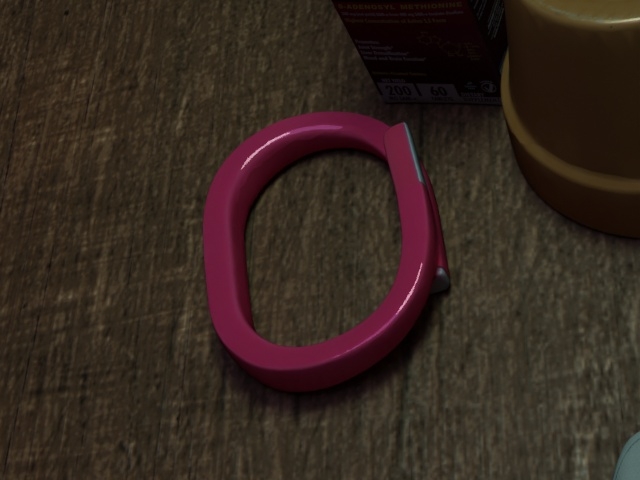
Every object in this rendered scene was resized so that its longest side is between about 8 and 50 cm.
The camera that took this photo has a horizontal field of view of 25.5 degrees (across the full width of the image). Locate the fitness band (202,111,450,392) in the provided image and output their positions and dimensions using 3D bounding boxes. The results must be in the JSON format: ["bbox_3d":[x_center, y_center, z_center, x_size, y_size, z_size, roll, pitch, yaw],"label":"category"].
[{"bbox_3d":[0.000,0.000,1.225,0.209,0.054,0.290,-20,48,14],"label":"fitness band"}]

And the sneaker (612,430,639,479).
[{"bbox_3d":[0.226,0.223,0.895,0.099,0.121,0.262,-10,51,17],"label":"sneaker"}]

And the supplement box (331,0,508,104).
[{"bbox_3d":[0.083,-0.218,1.222,0.130,0.239,0.073,4,58,28],"label":"supplement box"}]

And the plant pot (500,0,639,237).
[{"bbox_3d":[0.268,-0.175,1.127,0.291,0.203,0.291,-13,52,17],"label":"plant pot"}]
